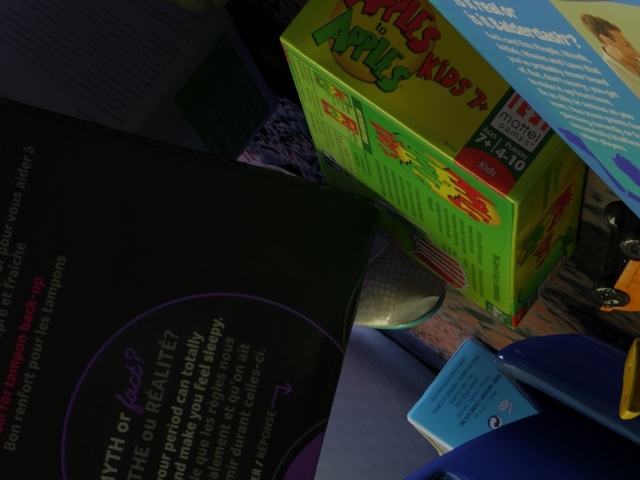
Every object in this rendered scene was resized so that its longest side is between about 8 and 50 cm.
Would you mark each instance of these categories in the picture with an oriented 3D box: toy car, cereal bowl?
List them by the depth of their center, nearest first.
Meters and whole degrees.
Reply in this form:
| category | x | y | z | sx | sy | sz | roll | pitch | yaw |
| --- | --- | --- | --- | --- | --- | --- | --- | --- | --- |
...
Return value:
| category | x | y | z | sx | sy | sz | roll | pitch | yaw |
| --- | --- | --- | --- | --- | --- | --- | --- | --- | --- |
| toy car | 0.103 | 0.025 | 0.577 | 0.041 | 0.122 | 0.060 | 13 | 133 | -2 |
| cereal bowl | 0.014 | 0.141 | 1.373 | 0.339 | 0.141 | 0.339 | 36 | 171 | 6 |

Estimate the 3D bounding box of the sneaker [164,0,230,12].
| category | x | y | z | sx | sy | sz | roll | pitch | yaw |
| --- | --- | --- | --- | --- | --- | --- | --- | --- | --- |
| sneaker | -0.139 | -0.106 | 0.739 | 0.229 | 0.132 | 0.086 | 33 | 170 | 32 |

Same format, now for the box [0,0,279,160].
| category | x | y | z | sx | sy | sz | roll | pitch | yaw |
| --- | --- | --- | --- | --- | --- | --- | --- | --- | --- |
| box | -0.090 | -0.071 | 0.870 | 0.102 | 0.087 | 0.101 | 35 | 171 | 21 |

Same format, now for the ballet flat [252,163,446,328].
| category | x | y | z | sx | sy | sz | roll | pitch | yaw |
| --- | --- | --- | --- | --- | --- | --- | --- | --- | --- |
| ballet flat | 0.000 | 0.000 | 0.996 | 0.168 | 0.057 | 0.052 | 24 | 154 | 56 |

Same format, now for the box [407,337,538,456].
| category | x | y | z | sx | sy | sz | roll | pitch | yaw |
| --- | --- | --- | --- | --- | --- | --- | --- | --- | --- |
| box | 0.166 | 0.151 | 1.073 | 0.244 | 0.060 | 0.100 | 33 | 170 | 30 |

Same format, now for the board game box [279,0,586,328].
| category | x | y | z | sx | sy | sz | roll | pitch | yaw |
| --- | --- | --- | --- | --- | --- | --- | --- | --- | --- |
| board game box | 0.043 | -0.030 | 0.694 | 0.092 | 0.043 | 0.181 | 36 | 171 | 13 |

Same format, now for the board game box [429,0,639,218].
| category | x | y | z | sx | sy | sz | roll | pitch | yaw |
| --- | --- | --- | --- | --- | --- | --- | --- | --- | --- |
| board game box | 0.098 | -0.036 | 0.426 | 0.210 | 0.047 | 0.160 | 42 | 171 | -29 |

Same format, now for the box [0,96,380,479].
| category | x | y | z | sx | sy | sz | roll | pitch | yaw |
| --- | --- | --- | --- | --- | --- | --- | --- | --- | --- |
| box | -0.133 | 0.038 | 0.754 | 0.270 | 0.165 | 0.143 | 15 | 168 | -5 |

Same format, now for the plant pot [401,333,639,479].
| category | x | y | z | sx | sy | sz | roll | pitch | yaw |
| --- | --- | --- | --- | --- | --- | --- | --- | --- | --- |
| plant pot | 0.146 | 0.189 | 0.853 | 0.236 | 0.212 | 0.236 | 27 | 166 | 48 |
